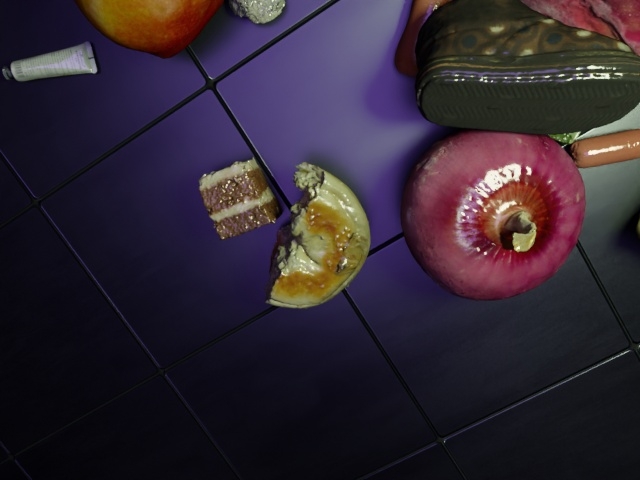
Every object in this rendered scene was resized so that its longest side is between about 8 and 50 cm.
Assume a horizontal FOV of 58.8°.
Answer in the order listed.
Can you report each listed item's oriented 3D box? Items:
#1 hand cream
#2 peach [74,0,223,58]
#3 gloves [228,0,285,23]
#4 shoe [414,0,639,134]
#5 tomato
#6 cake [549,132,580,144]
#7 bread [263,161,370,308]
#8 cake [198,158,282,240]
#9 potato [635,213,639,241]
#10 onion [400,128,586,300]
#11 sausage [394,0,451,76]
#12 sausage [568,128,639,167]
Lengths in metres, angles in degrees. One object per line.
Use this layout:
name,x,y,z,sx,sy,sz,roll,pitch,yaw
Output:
hand cream,-0.579,-0.375,1.218,0.195,0.042,0.067,-10,96,1
peach,-0.315,-0.506,1.038,0.308,0.307,0.332,1,117,4
gloves,-0.140,-0.508,1.131,0.115,0.070,0.153,-20,104,9
shoe,0.362,-0.322,1.014,0.385,0.237,0.171,2,149,10
tomato,0.521,-0.429,0.989,0.289,0.335,0.176,45,79,-9
cake,0.421,-0.275,1.140,0.236,0.099,0.100,23,103,-1
bread,0.005,-0.002,1.203,0.192,0.171,0.313,11,111,-12
cake,-0.170,-0.092,1.215,0.135,0.135,0.147,-17,98,9
potato,0.800,-0.055,1.119,0.243,0.242,0.285,31,98,-4
onion,0.351,-0.044,1.106,0.359,0.345,0.358,-15,124,-24
sausage,0.205,-0.423,1.128,0.077,0.077,0.193,17,104,-1
sausage,0.593,-0.188,1.167,0.154,0.062,0.062,-10,104,6
